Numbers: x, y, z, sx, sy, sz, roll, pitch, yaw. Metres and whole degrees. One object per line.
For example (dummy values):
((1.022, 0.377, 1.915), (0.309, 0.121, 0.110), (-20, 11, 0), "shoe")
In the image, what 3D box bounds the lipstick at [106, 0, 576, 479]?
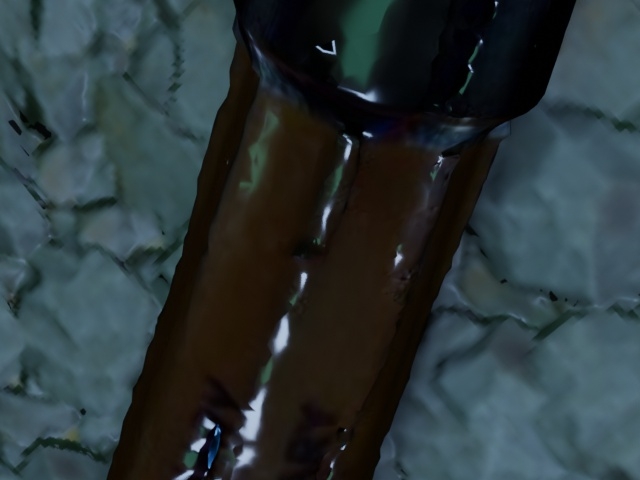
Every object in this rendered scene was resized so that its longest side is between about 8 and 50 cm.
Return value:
((0.000, 0.000, 0.463), (0.077, 0.077, 0.418), (27, 116, 18), "lipstick")
